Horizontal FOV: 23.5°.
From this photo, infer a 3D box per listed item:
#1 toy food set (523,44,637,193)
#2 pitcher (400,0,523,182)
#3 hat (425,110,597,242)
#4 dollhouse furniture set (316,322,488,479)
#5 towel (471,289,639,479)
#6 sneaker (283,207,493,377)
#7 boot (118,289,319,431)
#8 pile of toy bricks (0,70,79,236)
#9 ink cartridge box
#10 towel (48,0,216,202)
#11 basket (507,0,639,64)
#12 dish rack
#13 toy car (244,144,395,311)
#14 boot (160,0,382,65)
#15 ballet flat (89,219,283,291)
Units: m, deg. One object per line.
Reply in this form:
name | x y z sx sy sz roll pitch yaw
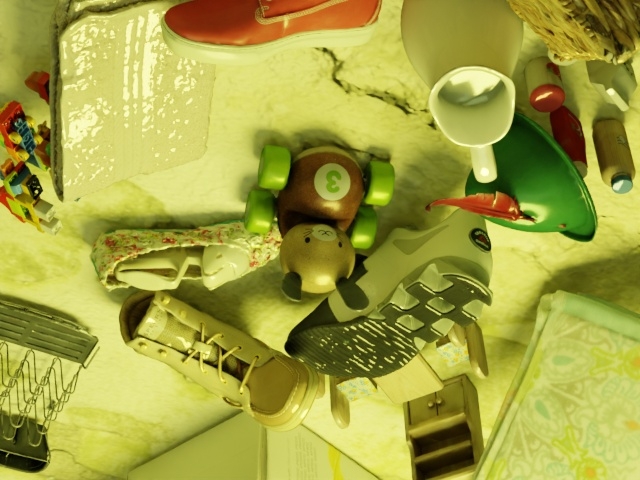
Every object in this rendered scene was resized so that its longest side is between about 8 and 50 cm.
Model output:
toy food set | 0.308 -0.131 1.707 0.111 0.104 0.232 -28 131 24
pitcher | 0.151 -0.178 1.576 0.126 0.207 0.177 -8 137 5
hat | 0.181 -0.031 1.711 0.183 0.173 0.208 -37 122 -14
dollhouse furniture set | 0.122 0.210 2.017 0.212 0.161 0.242 -21 134 19
towel | 0.384 0.258 1.887 0.090 0.374 0.320 19 93 -55
sneaker | 0.090 0.063 1.882 0.122 0.146 0.330 36 136 -28
boot | -0.130 0.141 1.901 0.203 0.262 0.095 32 86 -27
pile of toy bricks | -0.332 -0.111 1.717 0.105 0.118 0.212 26 153 20
ink cartridge box | -0.060 0.427 2.238 0.279 0.160 0.385 -31 130 26
towel | -0.196 -0.165 1.636 0.187 0.049 0.282 -19 143 -24
basket | 0.231 -0.331 1.409 0.213 0.223 0.299 -42 98 3
dish rack | -0.419 0.188 2.031 0.208 0.074 0.271 18 133 -21
toy car | 0.000 0.000 1.769 0.155 0.188 0.149 8 136 -12
boot | -0.038 -0.270 1.526 0.244 0.088 0.176 -13 141 -26
ballet flat | -0.161 0.027 1.872 0.241 0.077 0.091 -5 136 2
